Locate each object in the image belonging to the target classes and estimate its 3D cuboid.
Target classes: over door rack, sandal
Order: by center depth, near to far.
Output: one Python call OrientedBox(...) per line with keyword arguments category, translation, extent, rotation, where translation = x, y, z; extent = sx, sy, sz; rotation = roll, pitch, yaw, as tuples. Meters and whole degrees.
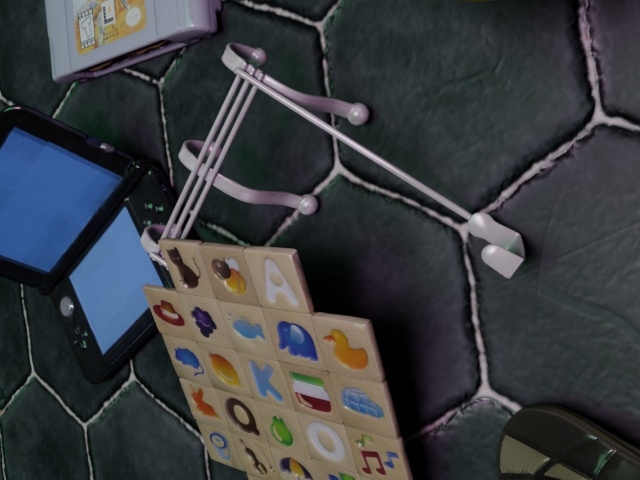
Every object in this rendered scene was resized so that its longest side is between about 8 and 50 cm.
OrientedBox(category="sandal", translation=(0.255, 0.217, 0.507), extent=(0.303, 0.086, 0.120), rotation=(42, 110, 48))
OrientedBox(category="over door rack", translation=(0.000, 0.000, 0.688), extent=(0.324, 0.108, 0.239), rotation=(38, 118, 15))

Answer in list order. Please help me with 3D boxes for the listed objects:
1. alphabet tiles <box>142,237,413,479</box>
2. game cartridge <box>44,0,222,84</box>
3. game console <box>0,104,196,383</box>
OrientedBox(category="alphabet tiles", translation=(-0.043, 0.155, 0.697), extent=(0.285, 0.011, 0.342), rotation=(4, 120, 40))
OrientedBox(category="game cartridge", translation=(-0.242, -0.316, 0.883), extent=(0.297, 0.062, 0.198), rotation=(-5, 94, 39))
OrientedBox(category="game console", translation=(-0.319, 0.023, 0.893), extent=(0.293, 0.173, 0.250), rotation=(-43, 67, 34))
